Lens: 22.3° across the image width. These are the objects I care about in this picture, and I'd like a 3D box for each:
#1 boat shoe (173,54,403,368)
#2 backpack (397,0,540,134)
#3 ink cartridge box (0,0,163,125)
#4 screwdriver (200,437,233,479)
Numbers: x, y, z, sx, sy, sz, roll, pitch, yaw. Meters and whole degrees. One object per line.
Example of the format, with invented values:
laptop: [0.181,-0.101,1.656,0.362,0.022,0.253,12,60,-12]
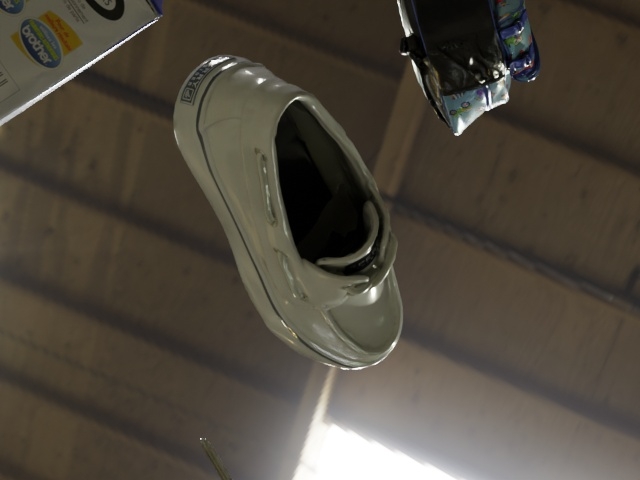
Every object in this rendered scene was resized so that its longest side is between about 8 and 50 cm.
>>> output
boat shoe: [0.000,0.000,0.969,0.084,0.095,0.258,21,-23,41]
backpack: [0.136,-0.189,1.495,0.116,0.158,0.173,-15,-37,9]
ink cartridge box: [-0.298,-0.206,1.191,0.395,0.151,0.270,-33,-75,3]
screwdriver: [-0.014,0.141,0.695,0.170,0.024,0.025,58,-44,36]
